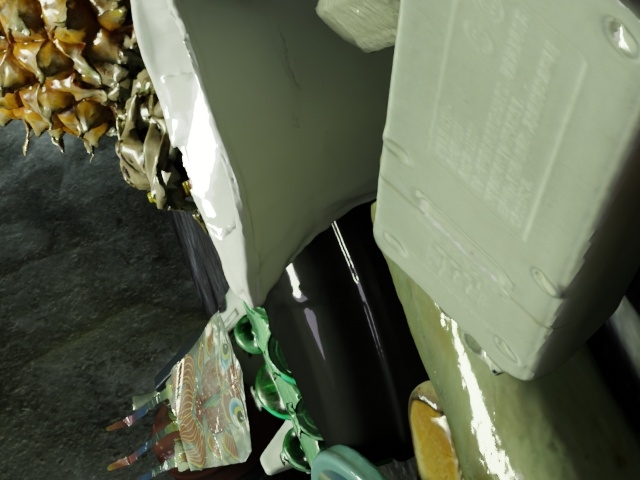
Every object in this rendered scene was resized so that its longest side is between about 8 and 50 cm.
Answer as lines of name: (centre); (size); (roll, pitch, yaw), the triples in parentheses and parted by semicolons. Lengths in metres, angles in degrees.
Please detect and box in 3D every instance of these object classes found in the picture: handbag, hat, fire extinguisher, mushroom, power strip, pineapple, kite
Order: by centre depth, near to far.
power strip: (0.071, -0.037, 0.570); (0.098, 0.058, 0.338); (44, 162, 15)
mushroom: (0.097, 0.087, 0.740); (0.100, 0.081, 0.312); (104, 152, -55)
hat: (-0.015, -0.072, 0.918); (0.203, 0.126, 0.203); (161, 90, -82)
handbag: (-0.001, 0.000, 1.117); (0.254, 0.093, 0.308); (109, 140, -76)
pineapple: (-0.122, -0.111, 1.338); (0.272, 0.262, 0.262); (50, 162, 31)
kite: (-0.124, 0.151, 1.457); (0.229, 0.016, 0.127); (-32, 59, 48)
fire extinguisher: (-0.055, 0.215, 1.593); (0.337, 0.135, 0.114); (51, -160, -31)

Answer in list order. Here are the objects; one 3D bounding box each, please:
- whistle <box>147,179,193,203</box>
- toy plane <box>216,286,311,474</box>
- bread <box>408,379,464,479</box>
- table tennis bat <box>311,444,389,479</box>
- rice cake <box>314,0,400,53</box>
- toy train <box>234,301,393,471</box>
whistle: (-0.125, -0.071, 1.725); (0.046, 0.109, 0.057); (-134, 31, -72)
toy plane: (-0.025, 0.099, 1.429); (0.244, 0.117, 0.245); (159, 90, -82)
bread: (0.096, 0.171, 1.011); (0.073, 0.053, 0.214); (22, 133, 52)
table tennis bat: (0.062, 0.207, 1.009); (0.237, 0.038, 0.149); (34, 146, 52)
rice cake: (0.045, -0.112, 0.707); (0.057, 0.052, 0.256); (51, 174, -9)
toy train: (0.003, 0.091, 1.263); (0.071, 0.104, 0.178); (106, 146, -55)
